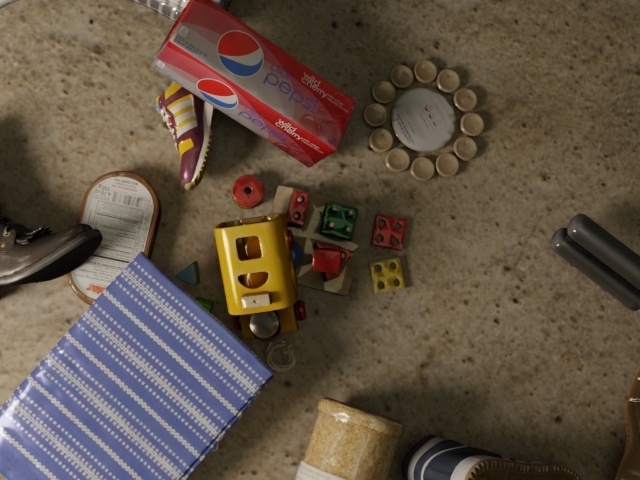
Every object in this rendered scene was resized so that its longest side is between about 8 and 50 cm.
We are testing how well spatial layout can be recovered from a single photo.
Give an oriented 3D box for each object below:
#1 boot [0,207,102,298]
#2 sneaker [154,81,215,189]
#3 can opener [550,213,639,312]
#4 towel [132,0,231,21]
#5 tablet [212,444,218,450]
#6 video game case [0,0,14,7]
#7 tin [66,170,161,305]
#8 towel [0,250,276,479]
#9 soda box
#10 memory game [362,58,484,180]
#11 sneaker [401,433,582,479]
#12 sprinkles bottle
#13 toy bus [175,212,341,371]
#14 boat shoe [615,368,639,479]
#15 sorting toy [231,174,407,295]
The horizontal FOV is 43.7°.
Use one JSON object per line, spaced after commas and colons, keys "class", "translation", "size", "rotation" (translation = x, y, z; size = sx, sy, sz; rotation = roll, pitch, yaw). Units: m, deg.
{"class": "boot", "translation": [-0.431, -0.042, 1.019], "size": [0.263, 0.091, 0.228], "rotation": [-21, 84, 5]}
{"class": "sneaker", "translation": [-0.191, -0.160, 1.102], "size": [0.084, 0.069, 0.185], "rotation": [9, 72, -10]}
{"class": "can opener", "translation": [0.476, 0.053, 1.187], "size": [0.283, 0.076, 0.095], "rotation": [37, 46, -2]}
{"class": "towel", "translation": [-0.196, -0.457, 1.118], "size": [0.235, 0.121, 0.283], "rotation": [23, 81, -4]}
{"class": "tablet", "translation": [-0.162, 0.241, 1.079], "size": [0.054, 0.006, 0.083], "rotation": [7, 82, -8]}
{"class": "video game case", "translation": [-0.516, -0.372, 1.102], "size": [0.143, 0.019, 0.157], "rotation": [-31, 88, -12]}
{"class": "tin", "translation": [-0.280, -0.002, 1.080], "size": [0.106, 0.040, 0.189], "rotation": [11, 80, -3]}
{"class": "towel", "translation": [-0.251, 0.217, 1.026], "size": [0.243, 0.040, 0.336], "rotation": [41, 89, 1]}
{"class": "soda box", "translation": [-0.086, -0.210, 1.076], "size": [0.263, 0.083, 0.092], "rotation": [31, 64, -19]}
{"class": "memory game", "translation": [0.154, -0.177, 1.185], "size": [0.186, 0.012, 0.186], "rotation": [1, 83, -9]}
{"class": "sneaker", "translation": [0.235, 0.335, 1.093], "size": [0.282, 0.153, 0.099], "rotation": [24, 74, -36]}
{"class": "sprinkles bottle", "translation": [0.002, 0.389, 1.025], "size": [0.121, 0.121, 0.355], "rotation": [20, 79, -6]}
{"class": "toy bus", "translation": [-0.079, 0.062, 1.039], "size": [0.202, 0.104, 0.191], "rotation": [35, 98, -3]}
{"class": "boat shoe", "translation": [0.499, 0.280, 1.140], "size": [0.098, 0.109, 0.302], "rotation": [30, 75, -44]}
{"class": "sorting toy", "translation": [0.000, 0.000, 1.118], "size": [0.275, 0.046, 0.132], "rotation": [14, 80, -7]}
